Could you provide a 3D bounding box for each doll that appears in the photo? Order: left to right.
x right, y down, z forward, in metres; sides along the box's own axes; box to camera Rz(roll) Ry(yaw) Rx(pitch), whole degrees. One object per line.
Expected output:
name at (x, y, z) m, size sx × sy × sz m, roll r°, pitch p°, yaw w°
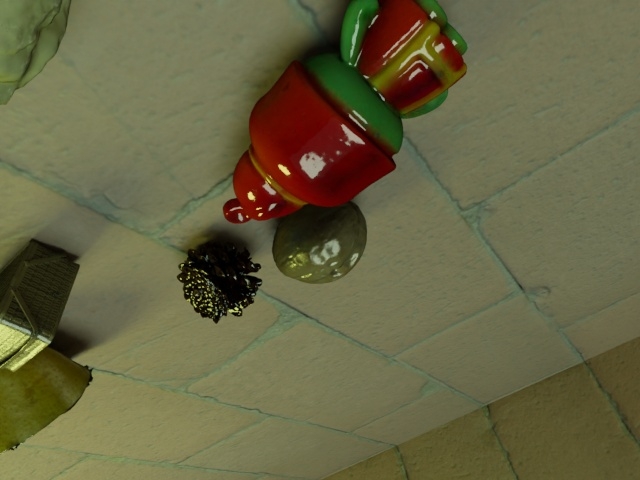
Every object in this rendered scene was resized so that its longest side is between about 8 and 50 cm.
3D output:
doll at (0.010, -0.131, 0.568) m, size 0.363 × 0.160 × 0.183 m, roll -37°, pitch 144°, yaw 23°

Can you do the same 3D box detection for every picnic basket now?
picnic basket at (-0.431, 0.093, 0.671) m, size 0.115 × 0.164 × 0.079 m, roll -37°, pitch 128°, yaw 21°

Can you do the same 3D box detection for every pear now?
pear at (-0.564, 0.247, 0.806) m, size 0.267 × 0.267 × 0.178 m, roll -22°, pitch 108°, yaw 6°

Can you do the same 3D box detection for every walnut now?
walnut at (-0.001, -0.001, 0.738) m, size 0.140 × 0.140 × 0.162 m, roll 27°, pitch 109°, yaw -40°

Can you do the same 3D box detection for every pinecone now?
pinecone at (-0.161, 0.064, 0.765) m, size 0.121 × 0.140 × 0.140 m, roll -32°, pitch 153°, yaw -37°

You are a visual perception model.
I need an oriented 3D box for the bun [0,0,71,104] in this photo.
bun at (-0.348, -0.220, 0.285) m, size 0.349 × 0.227 × 0.352 m, roll 17°, pitch 128°, yaw -32°
